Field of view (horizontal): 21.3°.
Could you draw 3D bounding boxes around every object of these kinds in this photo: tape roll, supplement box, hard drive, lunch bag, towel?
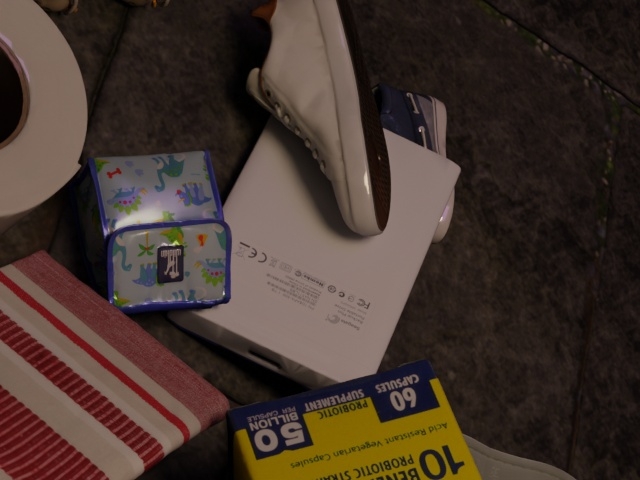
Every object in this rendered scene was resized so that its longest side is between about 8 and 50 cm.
[{"bbox_3d":[-0.349,-0.103,1.482,0.246,0.169,0.246,17,60,-32],"label":"tape roll"},{"bbox_3d":[0.059,0.315,1.476,0.194,0.195,0.356,-14,55,-12],"label":"supplement box"},{"bbox_3d":[0.000,0.000,1.749,0.210,0.040,0.318,26,53,-1],"label":"hard drive"},{"bbox_3d":[-0.159,-0.004,1.625,0.129,0.096,0.151,-5,72,-25],"label":"lunch bag"},{"bbox_3d":[-0.240,0.124,1.422,0.237,0.037,0.329,37,25,12],"label":"towel"}]

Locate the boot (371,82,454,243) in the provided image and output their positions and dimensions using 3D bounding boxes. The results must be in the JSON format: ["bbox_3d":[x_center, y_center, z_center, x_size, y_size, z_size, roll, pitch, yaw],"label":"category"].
[{"bbox_3d":[0.094,-0.086,1.898,0.086,0.069,0.190,14,53,-25],"label":"boot"}]

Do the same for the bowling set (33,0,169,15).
[{"bbox_3d":[-0.289,-0.302,1.666,0.200,0.154,0.287,-44,101,-23],"label":"bowling set"}]

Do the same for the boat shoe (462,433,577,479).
[{"bbox_3d":[0.176,0.268,1.770,0.302,0.091,0.114,35,72,-23],"label":"boat shoe"}]

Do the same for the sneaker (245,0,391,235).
[{"bbox_3d":[-0.005,-0.127,1.767,0.106,0.123,0.290,46,29,-65],"label":"sneaker"}]
